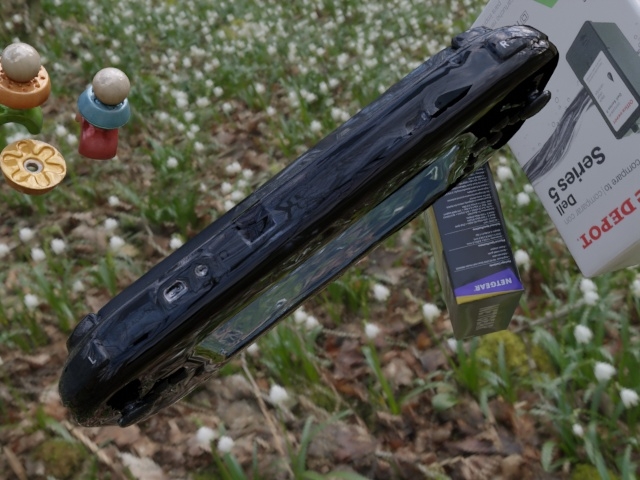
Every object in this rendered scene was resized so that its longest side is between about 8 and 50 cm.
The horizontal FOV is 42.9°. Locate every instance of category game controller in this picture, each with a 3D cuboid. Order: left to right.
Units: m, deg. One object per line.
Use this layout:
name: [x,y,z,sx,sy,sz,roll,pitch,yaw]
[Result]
game controller: [0.000,0.000,0.471,0.319,0.067,0.166,-37,-20,-4]

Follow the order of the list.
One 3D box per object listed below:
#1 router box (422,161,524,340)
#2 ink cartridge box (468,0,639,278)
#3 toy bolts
router box: [0.185,-0.012,1.070,0.081,0.243,0.309,-14,-17,5]
ink cartridge box: [0.266,-0.133,0.727,0.114,0.273,0.198,-14,-22,-28]
toy bolts: [-0.410,-0.201,1.304,0.228,0.218,0.158,-3,-33,-31]
